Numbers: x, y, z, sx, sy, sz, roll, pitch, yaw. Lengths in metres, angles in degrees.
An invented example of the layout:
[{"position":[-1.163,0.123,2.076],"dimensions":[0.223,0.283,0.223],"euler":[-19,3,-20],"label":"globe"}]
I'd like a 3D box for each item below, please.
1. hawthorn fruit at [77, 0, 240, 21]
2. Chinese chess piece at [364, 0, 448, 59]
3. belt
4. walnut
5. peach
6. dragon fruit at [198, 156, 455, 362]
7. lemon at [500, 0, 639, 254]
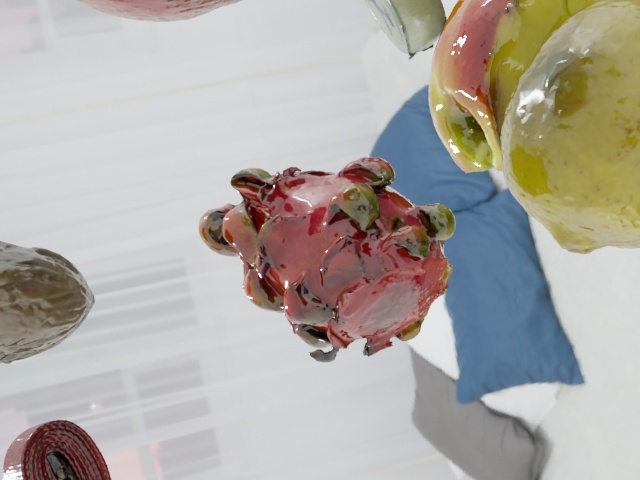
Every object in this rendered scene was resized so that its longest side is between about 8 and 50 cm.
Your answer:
[{"position":[-0.137,-0.320,0.578],"dimensions":[0.284,0.284,0.284],"euler":[168,90,-77],"label":"hawthorn fruit"},{"position":[0.149,-0.466,1.332],"dimensions":[0.237,0.092,0.238],"euler":[57,-179,-2],"label":"Chinese chess piece"},{"position":[-0.414,0.385,1.099],"dimensions":[0.124,0.128,0.200],"euler":[-25,88,47],"label":"belt"},{"position":[-0.422,0.081,0.940],"dimensions":[0.178,0.231,0.178],"euler":[-8,81,60],"label":"walnut"},{"position":[0.329,-0.292,1.061],"dimensions":[0.242,0.380,0.306],"euler":[30,145,64],"label":"peach"},{"position":[0.002,0.007,0.853],"dimensions":[0.243,0.307,0.227],"euler":[-103,17,-66],"label":"dragon fruit"},{"position":[0.331,-0.132,0.763],"dimensions":[0.310,0.254,0.253],"euler":[-68,20,8],"label":"lemon"}]
